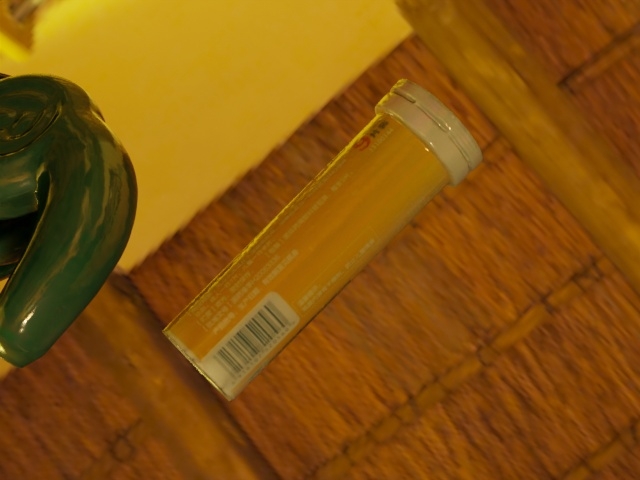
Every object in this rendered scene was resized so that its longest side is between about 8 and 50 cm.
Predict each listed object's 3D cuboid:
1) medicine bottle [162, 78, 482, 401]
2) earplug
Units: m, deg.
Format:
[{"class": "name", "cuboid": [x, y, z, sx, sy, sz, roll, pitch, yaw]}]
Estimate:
[{"class": "medicine bottle", "cuboid": [0.000, 0.000, 0.920, 0.218, 0.074, 0.074, -45, -136, -8]}, {"class": "earplug", "cuboid": [-0.236, -0.021, 1.132, 0.257, 0.164, 0.280, 61, -29, 9]}]
